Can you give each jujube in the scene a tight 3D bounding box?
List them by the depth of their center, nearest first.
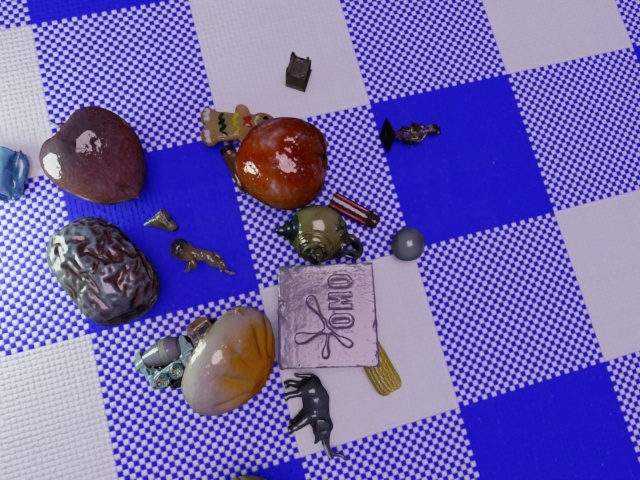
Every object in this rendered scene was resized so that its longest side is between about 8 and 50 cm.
[{"bbox_3d":[-0.594,0.080,1.135,0.226,0.226,0.317,-39,81,-9],"label":"jujube"}]

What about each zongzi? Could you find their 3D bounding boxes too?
[{"bbox_3d":[-0.481,-0.043,1.246,0.083,0.040,0.076,-38,93,3],"label":"zongzi"}]

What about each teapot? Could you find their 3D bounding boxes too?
[{"bbox_3d":[0.000,0.000,1.193,0.269,0.173,0.183,22,38,-8],"label":"teapot"}]

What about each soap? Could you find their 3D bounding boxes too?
[{"bbox_3d":[0.018,0.216,1.187,0.285,0.107,0.297,-5,74,4],"label":"soap"},{"bbox_3d":[-1.018,-0.199,1.202,0.292,0.077,0.156,4,80,-5],"label":"soap"}]

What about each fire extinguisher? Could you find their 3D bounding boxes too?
[{"bbox_3d":[-0.250,-0.212,1.283,0.062,0.050,0.177,-26,86,-18],"label":"fire extinguisher"}]

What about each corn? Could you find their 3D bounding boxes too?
[{"bbox_3d":[0.172,0.371,1.223,0.085,0.063,0.165,-26,82,4],"label":"corn"}]

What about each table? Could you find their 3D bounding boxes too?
[{"bbox_3d":[-0.070,-0.542,1.328,0.070,0.082,0.083,17,81,-1],"label":"table"}]

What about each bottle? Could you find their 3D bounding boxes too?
[{"bbox_3d":[0.108,-0.092,1.290,0.164,0.060,0.060,28,80,-1],"label":"bottle"}]

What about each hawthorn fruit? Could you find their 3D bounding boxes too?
[{"bbox_3d":[-0.100,-0.221,1.194,0.284,0.284,0.285,1,82,-5],"label":"hawthorn fruit"}]

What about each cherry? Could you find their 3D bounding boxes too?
[{"bbox_3d":[-0.627,-0.232,1.173,0.307,0.221,0.261,44,89,-11],"label":"cherry"}]

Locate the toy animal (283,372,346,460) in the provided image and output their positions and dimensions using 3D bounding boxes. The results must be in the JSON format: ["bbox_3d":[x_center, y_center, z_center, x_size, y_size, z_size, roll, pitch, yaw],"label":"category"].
[{"bbox_3d":[-0.028,0.508,1.177,0.137,0.082,0.270,-16,83,-6],"label":"toy animal"}]

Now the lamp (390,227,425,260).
[{"bbox_3d":[0.267,0.013,1.265,0.105,0.105,0.105,1,82,-5],"label":"lamp"}]

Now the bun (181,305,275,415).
[{"bbox_3d":[-0.209,0.320,1.073,0.164,0.299,0.299,23,80,13],"label":"bun"}]

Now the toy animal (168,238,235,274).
[{"bbox_3d":[-0.355,0.062,1.225,0.219,0.069,0.086,24,71,-3],"label":"toy animal"}]

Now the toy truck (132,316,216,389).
[{"bbox_3d":[-0.392,0.314,1.167,0.256,0.108,0.140,-37,73,-6],"label":"toy truck"}]

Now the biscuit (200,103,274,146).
[{"bbox_3d":[-0.253,-0.362,1.289,0.240,0.035,0.158,-8,68,-15],"label":"biscuit"}]

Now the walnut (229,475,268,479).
[{"bbox_3d":[-0.167,0.805,0.998,0.383,0.383,0.384,1,82,-5],"label":"walnut"}]

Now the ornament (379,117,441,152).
[{"bbox_3d":[0.293,-0.354,1.342,0.203,0.088,0.081,-15,59,-19],"label":"ornament"}]
